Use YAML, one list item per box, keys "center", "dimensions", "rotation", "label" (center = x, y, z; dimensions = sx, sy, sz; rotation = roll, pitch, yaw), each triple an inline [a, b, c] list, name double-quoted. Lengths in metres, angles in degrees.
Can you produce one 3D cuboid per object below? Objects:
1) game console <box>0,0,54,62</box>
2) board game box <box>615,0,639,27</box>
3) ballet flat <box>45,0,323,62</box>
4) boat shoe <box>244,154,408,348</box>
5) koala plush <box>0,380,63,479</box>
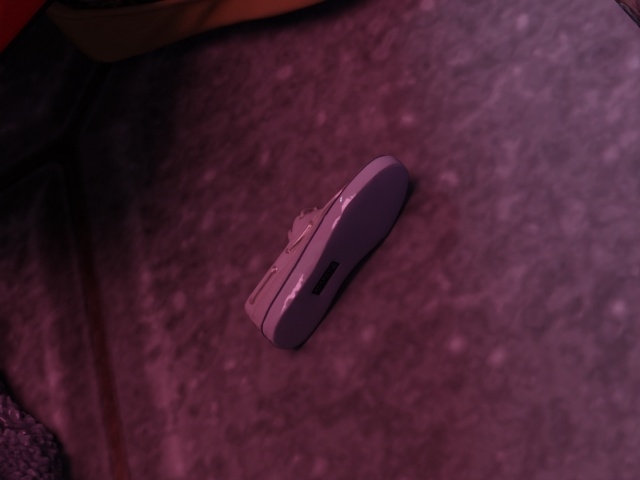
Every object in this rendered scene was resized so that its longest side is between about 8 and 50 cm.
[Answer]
- center: [-0.242, -0.144, 0.833]
  dimensions: [0.342, 0.060, 0.386]
  rotation: [-8, 36, 34]
  label: "game console"
- center: [0.256, -0.007, 0.399]
  dimensions: [0.141, 0.232, 0.291]
  rotation: [-51, 49, 6]
  label: "board game box"
- center: [-0.048, -0.146, 0.793]
  dimensions: [0.232, 0.073, 0.080]
  rotation: [-18, 57, 28]
  label: "ballet flat"
- center: [0.000, 0.000, 0.715]
  dimensions: [0.035, 0.035, 0.100]
  rotation: [40, 101, 38]
  label: "boat shoe"
- center: [-0.246, 0.113, 0.715]
  dimensions: [0.203, 0.221, 0.196]
  rotation: [32, 89, 41]
  label: "koala plush"
